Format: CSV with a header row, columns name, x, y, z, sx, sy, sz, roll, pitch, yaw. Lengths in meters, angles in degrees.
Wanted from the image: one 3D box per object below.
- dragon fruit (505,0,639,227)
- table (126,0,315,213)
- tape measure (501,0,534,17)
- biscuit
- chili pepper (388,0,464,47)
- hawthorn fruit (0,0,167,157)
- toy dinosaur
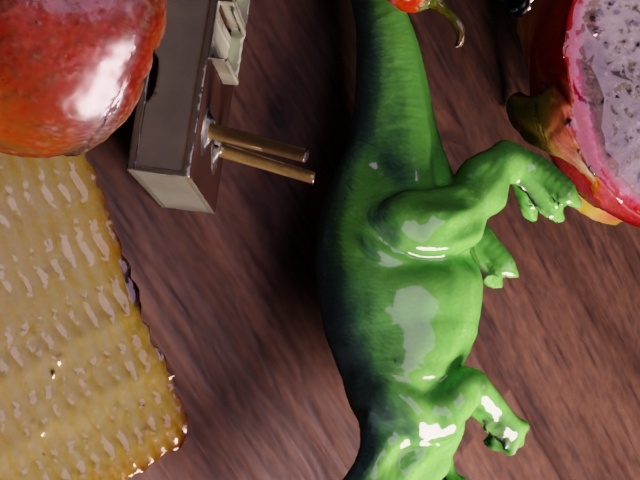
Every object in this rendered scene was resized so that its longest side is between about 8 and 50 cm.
name,x,y,z,sx,sy,sz,roll,pitch,yaw
dragon fruit,0.302,-0.142,1.269,0.305,0.226,0.305,-1,94,-11
table,-0.048,-0.144,0.975,0.121,0.111,0.240,68,30,-80
tape measure,0.131,-0.308,1.151,0.202,0.135,0.223,33,63,-9
biscuit,-0.188,0.055,0.927,0.172,0.029,0.255,-30,107,-40
chili pepper,0.045,-0.220,1.073,0.059,0.050,0.191,-43,87,-15
hawthorn fruit,-0.177,-0.138,0.858,0.173,0.173,0.173,3,86,-43
toy dinosaur,0.000,0.000,1.070,0.374,0.144,0.500,-44,102,-34
